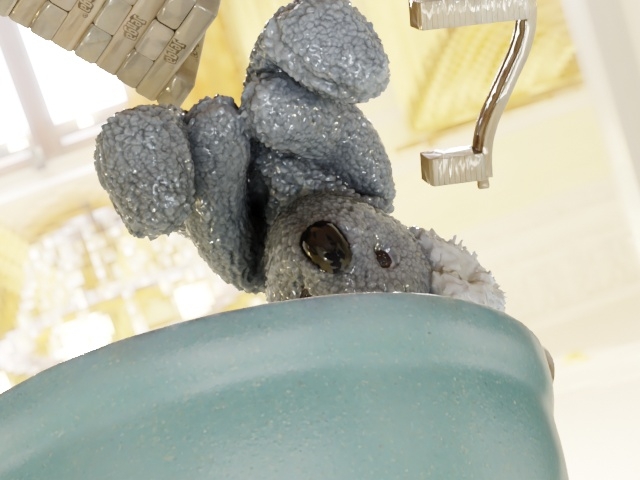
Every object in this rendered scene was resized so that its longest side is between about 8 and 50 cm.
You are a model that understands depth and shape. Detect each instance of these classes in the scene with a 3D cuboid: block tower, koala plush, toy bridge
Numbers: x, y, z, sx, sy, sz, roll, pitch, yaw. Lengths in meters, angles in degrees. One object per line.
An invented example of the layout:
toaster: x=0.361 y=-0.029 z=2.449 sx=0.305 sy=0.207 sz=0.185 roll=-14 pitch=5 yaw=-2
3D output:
block tower: x=-0.216 y=-0.221 z=1.253 sx=0.097 sy=0.335 sz=0.091 roll=-50 pitch=-161 yaw=33
koala plush: x=0.000 y=0.000 z=1.160 sx=0.196 sy=0.221 sz=0.203 roll=-34 pitch=161 yaw=-6
toy bridge: x=0.077 y=-0.118 z=0.935 sx=0.063 sy=0.188 sz=0.026 roll=-8 pitch=-165 yaw=-12

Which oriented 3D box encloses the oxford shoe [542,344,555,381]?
oxford shoe: x=0.029 y=0.121 z=0.994 sx=0.212 sy=0.076 sz=0.076 roll=-51 pitch=-142 yaw=8

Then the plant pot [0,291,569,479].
plant pot: x=-0.015 y=0.176 z=0.779 sx=0.293 sy=0.196 sz=0.293 roll=-13 pitch=153 yaw=-7
